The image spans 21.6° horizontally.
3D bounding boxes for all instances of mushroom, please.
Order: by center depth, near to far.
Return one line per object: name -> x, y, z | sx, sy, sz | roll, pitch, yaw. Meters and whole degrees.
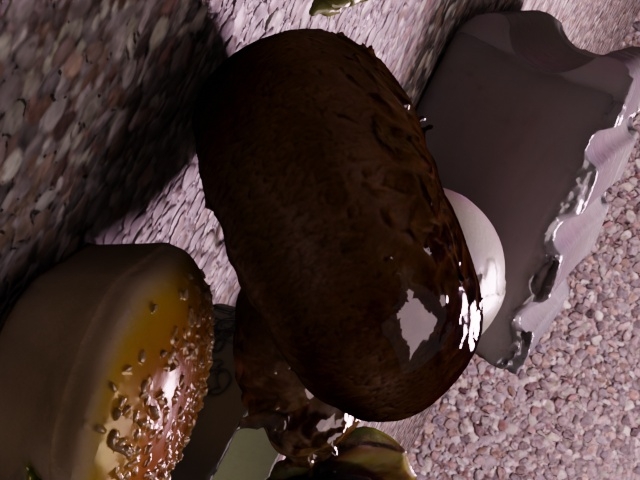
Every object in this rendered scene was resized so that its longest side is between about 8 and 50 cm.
mushroom -> 0.014, 0.003, 1.053 | 0.297, 0.163, 0.278 | -83, 165, -79

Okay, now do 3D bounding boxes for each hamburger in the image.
hamburger -> -0.123, 0.088, 0.967 | 0.210, 0.116, 0.173 | -42, 155, -72

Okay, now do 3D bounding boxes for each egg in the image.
egg -> 0.094, 0.030, 1.669 | 0.217, 0.183, 0.183 | -57, 171, -75

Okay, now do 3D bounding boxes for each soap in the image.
soap -> 0.234, -0.084, 1.948 | 0.435, 0.213, 0.350 | -30, 140, -69

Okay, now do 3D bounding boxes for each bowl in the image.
bowl -> -0.094, 0.132, 1.211 | 0.211, 0.112, 0.211 | -59, 169, -19

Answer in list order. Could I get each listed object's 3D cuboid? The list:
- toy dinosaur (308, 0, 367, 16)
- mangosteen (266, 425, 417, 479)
toy dinosaur -> 0.070, -0.233, 1.213 | 0.259, 0.094, 0.153 | -36, 148, -49
mangosteen -> 0.018, 0.390, 1.857 | 0.330, 0.330, 0.330 | -59, 168, -21
